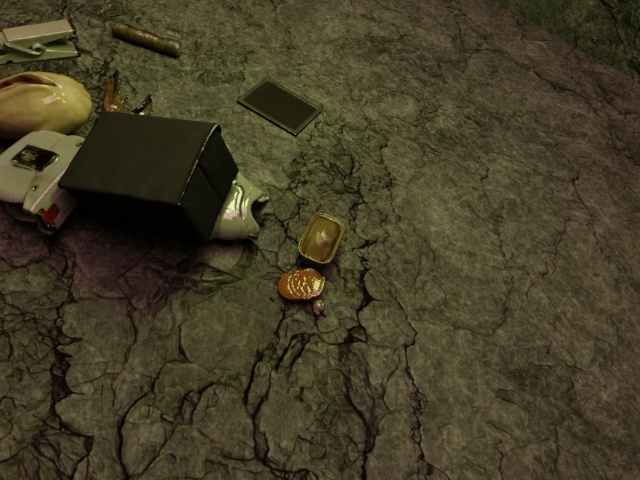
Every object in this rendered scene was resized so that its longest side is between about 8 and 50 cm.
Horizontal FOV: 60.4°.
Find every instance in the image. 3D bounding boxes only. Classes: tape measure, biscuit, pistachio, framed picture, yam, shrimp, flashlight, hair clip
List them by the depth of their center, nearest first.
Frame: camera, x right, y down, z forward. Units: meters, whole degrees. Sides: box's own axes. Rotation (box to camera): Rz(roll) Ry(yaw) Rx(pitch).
[{"bbox_3d":[-0.721,-0.166,1.432,0.264,0.130,0.258,17,59,16],"label":"tape measure"},{"bbox_3d":[-0.051,0.121,1.505,0.130,0.019,0.102,-6,53,0],"label":"biscuit"},{"bbox_3d":[-0.015,0.156,1.506,0.052,0.031,0.110,13,41,-48],"label":"flashlight"},{"bbox_3d":[-0.811,-0.372,1.550,0.317,0.214,0.194,-11,58,-4],"label":"pistachio"},{"bbox_3d":[-0.956,-0.632,1.773,0.330,0.101,0.085,-22,67,-29],"label":"hair clip"},{"bbox_3d":[-0.625,-0.471,1.785,0.152,0.046,0.220,-4,59,-20],"label":"shrimp"},{"bbox_3d":[-0.144,-0.484,1.972,0.252,0.014,0.197,32,51,8],"label":"framed picture"},{"bbox_3d":[-0.626,-0.726,1.975,0.252,0.061,0.061,18,50,-3],"label":"yam"}]

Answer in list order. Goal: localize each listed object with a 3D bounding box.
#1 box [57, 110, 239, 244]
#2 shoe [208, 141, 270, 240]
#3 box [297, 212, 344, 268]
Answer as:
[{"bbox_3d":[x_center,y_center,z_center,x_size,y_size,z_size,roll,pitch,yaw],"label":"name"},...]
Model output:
[{"bbox_3d":[-0.427,-0.163,1.416,0.344,0.204,0.251,10,63,16],"label":"box"},{"bbox_3d":[-0.253,-0.139,1.602,0.210,0.132,0.342,8,57,-15],"label":"shoe"},{"bbox_3d":[0.000,0.000,1.587,0.111,0.111,0.177,23,50,1],"label":"box"}]
